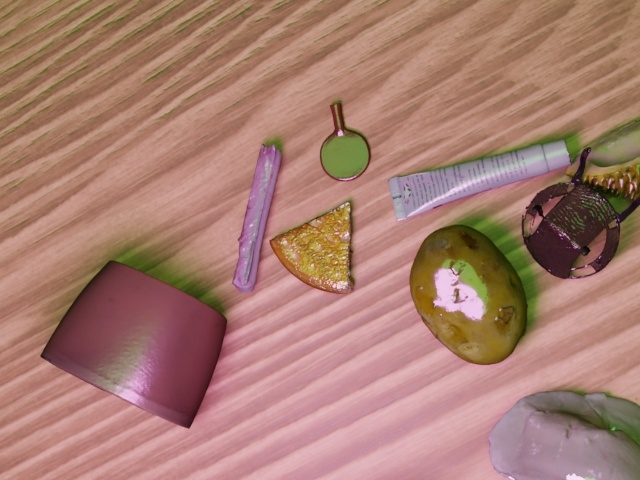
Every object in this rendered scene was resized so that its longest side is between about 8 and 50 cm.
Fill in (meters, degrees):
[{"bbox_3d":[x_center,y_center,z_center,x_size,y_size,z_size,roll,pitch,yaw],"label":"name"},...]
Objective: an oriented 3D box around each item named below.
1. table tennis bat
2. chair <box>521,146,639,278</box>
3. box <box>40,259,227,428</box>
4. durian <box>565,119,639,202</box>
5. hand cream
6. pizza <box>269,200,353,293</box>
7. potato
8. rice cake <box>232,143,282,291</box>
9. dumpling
[{"bbox_3d":[0.042,-0.189,1.833,0.098,0.019,0.154,-12,81,10],"label":"table tennis bat"},{"bbox_3d":[0.436,-0.028,1.642,0.149,0.213,0.174,-43,75,-14],"label":"chair"},{"bbox_3d":[-0.317,0.183,1.719,0.301,0.301,0.216,25,79,14],"label":"box"},{"bbox_3d":[0.608,-0.181,1.650,0.355,0.157,0.169,-32,59,5],"label":"durian"},{"bbox_3d":[0.288,-0.118,1.748,0.331,0.058,0.085,-15,75,12],"label":"hand cream"},{"bbox_3d":[0.000,0.000,1.801,0.185,0.036,0.176,21,83,16],"label":"pizza"},{"bbox_3d":[0.260,0.096,1.678,0.186,0.148,0.253,-19,86,24],"label":"potato"},{"bbox_3d":[-0.122,-0.047,1.812,0.051,0.081,0.290,11,83,0],"label":"rice cake"},{"bbox_3d":[0.448,0.389,1.572,0.321,0.270,0.212,41,114,-9],"label":"dumpling"}]
